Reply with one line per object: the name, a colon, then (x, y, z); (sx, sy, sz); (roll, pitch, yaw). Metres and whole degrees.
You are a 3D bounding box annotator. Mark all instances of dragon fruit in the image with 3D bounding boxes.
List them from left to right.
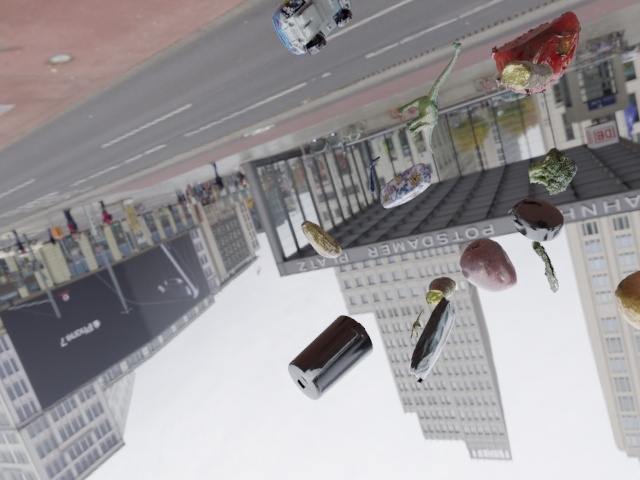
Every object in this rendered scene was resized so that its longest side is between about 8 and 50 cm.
dragon fruit: (0.873, -0.742, 1.774); (0.343, 0.283, 0.100); (-18, 175, 41)

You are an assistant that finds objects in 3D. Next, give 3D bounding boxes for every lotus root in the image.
lotus root: (0.000, 0.000, 1.964); (0.097, 0.258, 0.110); (-51, -149, -6)

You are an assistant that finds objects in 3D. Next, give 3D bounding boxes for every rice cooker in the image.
rice cooker: (0.811, -0.077, 1.643); (0.142, 0.119, 0.203); (-28, -141, -8)

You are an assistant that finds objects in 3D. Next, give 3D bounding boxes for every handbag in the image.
handbag: (0.433, 0.385, 1.677); (0.074, 0.333, 0.191); (21, 167, 31)

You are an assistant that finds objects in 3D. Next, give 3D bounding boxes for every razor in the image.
razor: (0.192, -0.240, 1.601); (0.028, 0.155, 0.044); (34, -125, 29)

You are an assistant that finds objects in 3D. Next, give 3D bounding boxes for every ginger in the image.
ginger: (0.604, 0.249, 2.203); (0.109, 0.117, 0.263); (-33, 175, 33)

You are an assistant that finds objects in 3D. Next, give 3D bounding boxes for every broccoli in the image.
broccoli: (0.743, -0.222, 1.399); (0.137, 0.146, 0.162); (-10, -177, 25)

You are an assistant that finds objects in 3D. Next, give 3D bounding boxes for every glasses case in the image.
glasses case: (0.281, -0.179, 1.473); (0.065, 0.087, 0.248); (-3, 165, -27)

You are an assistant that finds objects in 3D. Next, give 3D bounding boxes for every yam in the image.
yam: (0.492, -0.389, 1.029); (0.066, 0.066, 0.299); (-10, -169, 38)

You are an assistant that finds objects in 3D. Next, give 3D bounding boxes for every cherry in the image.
cherry: (0.795, 0.121, 2.076); (0.221, 0.307, 0.261); (-52, 175, 34)

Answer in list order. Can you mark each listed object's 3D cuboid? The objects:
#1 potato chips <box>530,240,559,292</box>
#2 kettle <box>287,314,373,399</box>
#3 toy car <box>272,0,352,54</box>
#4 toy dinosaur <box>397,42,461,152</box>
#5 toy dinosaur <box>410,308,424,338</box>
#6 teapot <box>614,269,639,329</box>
potato chips: (0.859, 0.088, 1.669); (0.029, 0.202, 0.220); (-22, -140, 16)
kettle: (0.054, 0.461, 1.707); (0.308, 0.203, 0.262); (-34, -167, -33)
toy car: (-0.029, -0.805, 1.541); (0.165, 0.198, 0.314); (19, -115, 50)
toy dinosaur: (0.468, -0.540, 1.730); (0.300, 0.087, 0.447); (-33, 144, 15)
toy dinosaur: (0.300, 0.264, 1.355); (0.026, 0.113, 0.041); (19, -156, 6)
teapot: (0.877, 0.183, 1.104); (0.203, 0.167, 0.311); (-14, -161, 13)
